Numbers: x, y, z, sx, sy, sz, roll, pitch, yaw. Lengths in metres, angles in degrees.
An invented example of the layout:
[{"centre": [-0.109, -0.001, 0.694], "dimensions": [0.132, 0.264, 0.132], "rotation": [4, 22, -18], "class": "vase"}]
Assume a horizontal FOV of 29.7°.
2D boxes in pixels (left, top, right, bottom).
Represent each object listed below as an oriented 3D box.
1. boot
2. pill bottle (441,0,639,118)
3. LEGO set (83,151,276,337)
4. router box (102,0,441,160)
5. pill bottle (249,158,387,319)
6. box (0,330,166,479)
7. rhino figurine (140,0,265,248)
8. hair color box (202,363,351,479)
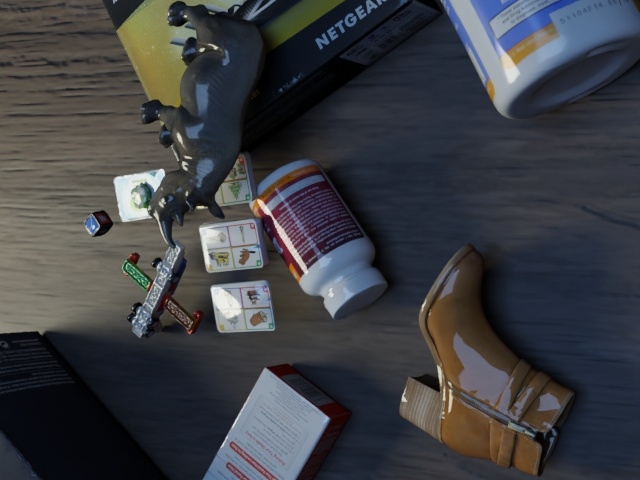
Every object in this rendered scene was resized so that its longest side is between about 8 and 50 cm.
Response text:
[{"centre": [0.167, 0.113, 1.128], "dimensions": [0.152, 0.073, 0.197], "rotation": [22, 112, 29], "class": "boot"}, {"centre": [0.171, -0.260, 1.083], "dimensions": [0.152, 0.152, 0.272], "rotation": [-30, 75, 25], "class": "pill bottle"}, {"centre": [-0.146, 0.010, 1.281], "dimensions": [0.244, 0.060, 0.182], "rotation": [-7, 95, 36], "class": "LEGO set"}, {"centre": [-0.063, -0.253, 1.253], "dimensions": [0.309, 0.081, 0.243], "rotation": [-34, 73, 24], "class": "router box"}, {"centre": [0.000, 0.000, 1.211], "dimensions": [0.086, 0.086, 0.152], "rotation": [-41, 70, 22], "class": "pill bottle"}, {"centre": [-0.372, 0.333, 1.363], "dimensions": [0.312, 0.179, 0.343], "rotation": [45, 110, 23], "class": "box"}, {"centre": [-0.119, -0.111, 1.179], "dimensions": [0.106, 0.073, 0.243], "rotation": [10, 84, 29], "class": "rhino figurine"}, {"centre": [-0.051, 0.223, 1.257], "dimensions": [0.093, 0.053, 0.167], "rotation": [36, 105, 24], "class": "hair color box"}]
